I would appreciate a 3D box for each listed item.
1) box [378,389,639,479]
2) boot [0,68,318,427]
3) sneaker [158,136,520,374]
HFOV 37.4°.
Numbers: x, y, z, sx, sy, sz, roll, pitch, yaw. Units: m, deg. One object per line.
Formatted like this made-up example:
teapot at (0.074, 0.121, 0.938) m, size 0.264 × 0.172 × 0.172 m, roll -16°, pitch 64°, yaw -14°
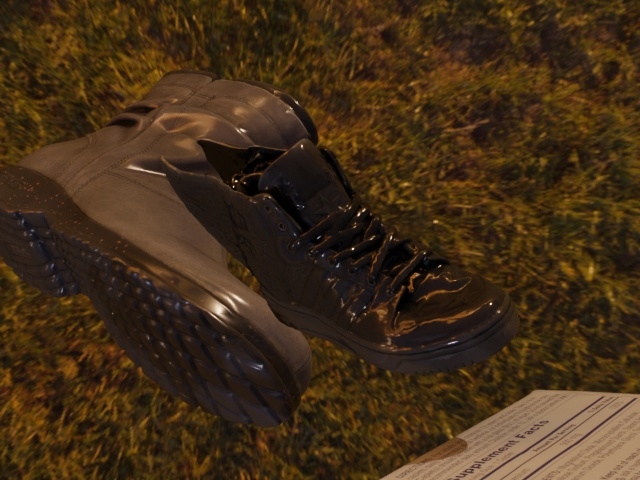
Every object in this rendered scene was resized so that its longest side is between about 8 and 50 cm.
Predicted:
box at (0.114, 0.110, 0.355) m, size 0.126 × 0.137 × 0.072 m, roll -13°, pitch 97°, yaw -48°
boot at (-0.077, -0.030, 0.653) m, size 0.222 × 0.338 × 0.118 m, roll -38°, pitch 138°, yaw -28°
sneaker at (0.002, -0.001, 0.405) m, size 0.051 × 0.170 × 0.089 m, roll -38°, pitch 118°, yaw -30°
